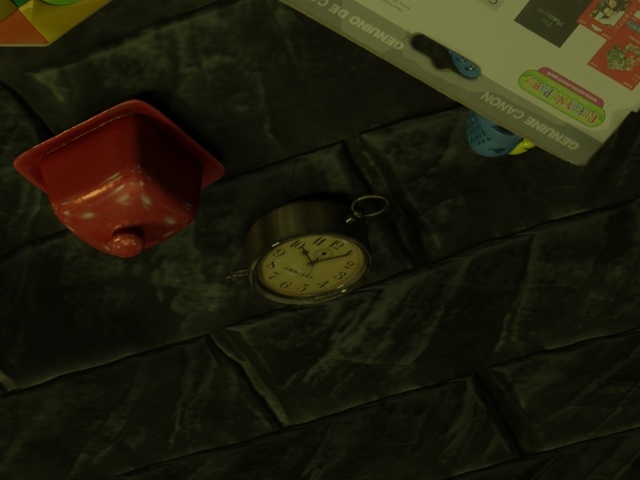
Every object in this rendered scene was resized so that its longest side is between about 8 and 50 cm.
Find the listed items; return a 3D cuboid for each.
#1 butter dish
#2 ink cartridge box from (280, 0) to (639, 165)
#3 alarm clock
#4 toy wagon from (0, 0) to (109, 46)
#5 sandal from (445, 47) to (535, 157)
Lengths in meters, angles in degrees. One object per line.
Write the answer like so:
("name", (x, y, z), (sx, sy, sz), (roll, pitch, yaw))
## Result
("butter dish", (-0.188, -0.037, 1.701), (0.160, 0.118, 0.160), (-25, 142, 21))
("ink cartridge box", (0.153, -0.246, 1.351), (0.309, 0.130, 0.272), (29, 123, -15))
("alarm clock", (0.000, 0.000, 1.843), (0.129, 0.064, 0.192), (23, 137, -37))
("toy wagon", (-0.258, -0.281, 1.312), (0.267, 0.068, 0.344), (-35, 142, 4))
("sandal", (0.148, -0.201, 1.551), (0.138, 0.126, 0.317), (-4, 136, -6))
